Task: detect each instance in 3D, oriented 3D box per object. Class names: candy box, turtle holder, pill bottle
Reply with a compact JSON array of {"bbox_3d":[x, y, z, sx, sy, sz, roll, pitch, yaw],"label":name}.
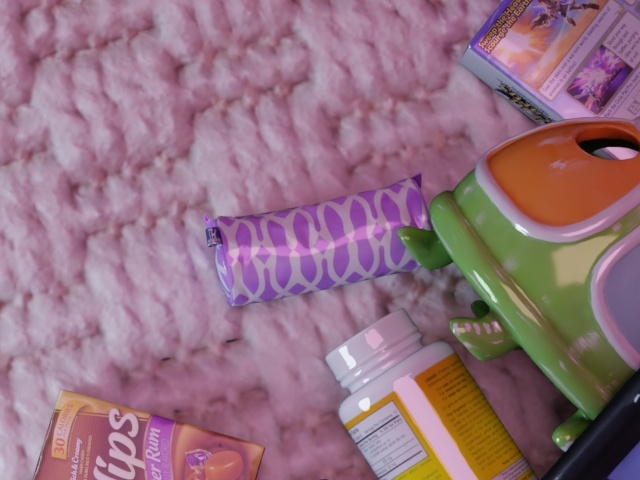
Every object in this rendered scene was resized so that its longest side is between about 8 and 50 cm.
[{"bbox_3d":[-0.152,0.207,1.629,0.186,0.053,0.109,15,79,-1],"label":"candy box"},{"bbox_3d":[0.245,0.042,1.577,0.227,0.243,0.320,-40,101,8],"label":"turtle holder"},{"bbox_3d":[0.095,0.169,1.624,0.117,0.117,0.215,-32,84,-10],"label":"pill bottle"}]

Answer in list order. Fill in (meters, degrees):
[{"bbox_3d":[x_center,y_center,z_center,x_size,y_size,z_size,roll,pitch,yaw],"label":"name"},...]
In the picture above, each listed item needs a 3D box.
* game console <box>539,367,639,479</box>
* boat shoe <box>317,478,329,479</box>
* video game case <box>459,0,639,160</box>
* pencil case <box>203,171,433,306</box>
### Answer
[{"bbox_3d":[0.387,0.185,1.534,0.342,0.060,0.386,28,113,-26],"label":"game console"},{"bbox_3d":[-0.035,0.295,1.622,0.072,0.068,0.190,41,88,-9],"label":"boat shoe"},{"bbox_3d":[0.305,-0.197,1.739,0.244,0.061,0.269,39,78,2],"label":"video game case"},{"bbox_3d":[0.000,0.000,1.669,0.206,0.086,0.088,-9,52,-8],"label":"pencil case"}]
